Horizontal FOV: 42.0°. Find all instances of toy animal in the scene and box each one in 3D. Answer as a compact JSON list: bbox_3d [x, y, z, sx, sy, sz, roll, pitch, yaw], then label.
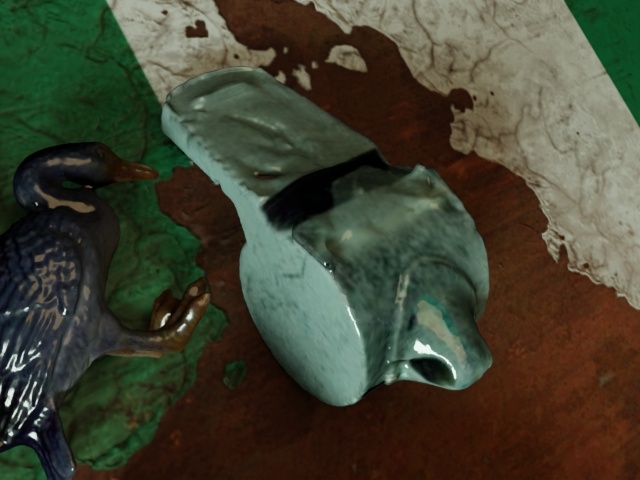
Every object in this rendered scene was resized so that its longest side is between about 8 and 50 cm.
[{"bbox_3d":[-0.208,0.058,0.719,0.185,0.122,0.298,28,68,-26],"label":"toy animal"}]

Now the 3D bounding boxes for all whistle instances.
[{"bbox_3d":[0.003,-0.023,0.809,0.168,0.188,0.405,-28,84,-31],"label":"whistle"}]
